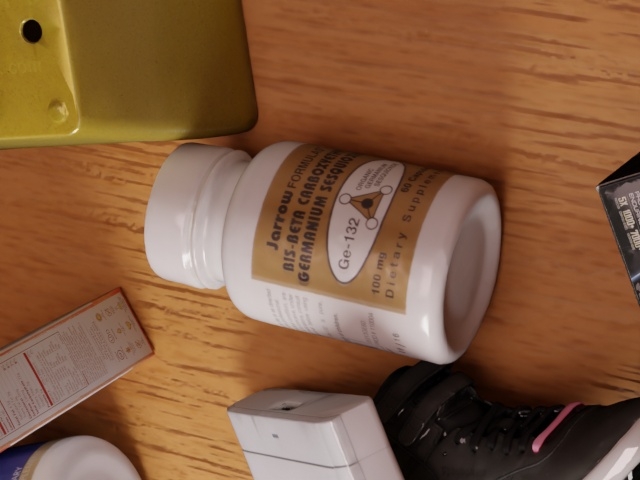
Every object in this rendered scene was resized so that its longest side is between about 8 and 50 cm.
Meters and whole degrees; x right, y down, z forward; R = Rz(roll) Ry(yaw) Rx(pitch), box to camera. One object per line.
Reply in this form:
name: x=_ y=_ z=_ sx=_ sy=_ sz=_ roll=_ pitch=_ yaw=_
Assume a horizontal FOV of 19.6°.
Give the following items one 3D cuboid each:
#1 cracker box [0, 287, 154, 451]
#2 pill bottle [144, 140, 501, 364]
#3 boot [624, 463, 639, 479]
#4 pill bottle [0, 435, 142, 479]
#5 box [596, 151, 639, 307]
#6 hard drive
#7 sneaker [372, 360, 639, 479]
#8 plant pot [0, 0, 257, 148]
cracker box: x=-0.249 y=0.123 z=1.395 sx=0.156 sy=0.232 sz=0.067 roll=-27 pitch=92 yaw=29
pill bottle: x=0.000 y=0.000 z=1.300 sx=0.229 sy=0.131 sz=0.131 roll=12 pitch=109 yaw=22
boot: x=0.317 y=0.243 z=1.145 sx=0.348 sy=0.260 sz=0.131 roll=33 pitch=116 yaw=14
pill bottle: x=-0.279 y=0.249 z=1.490 sx=0.265 sy=0.153 sz=0.153 roll=-13 pitch=98 yaw=28
box: x=0.258 y=0.022 z=1.176 sx=0.077 sy=0.147 sz=0.180 roll=-18 pitch=96 yaw=28
hard drive: x=0.046 y=0.278 z=1.329 sx=0.353 sy=0.047 sz=0.233 roll=68 pitch=160 yaw=-5
sneaker: x=0.113 y=0.135 z=1.262 sx=0.147 sy=0.104 sz=0.296 roll=53 pitch=143 yaw=3
plant pot: x=-0.192 y=-0.157 z=1.315 sx=0.212 sy=0.187 sz=0.212 roll=-1 pitch=104 yaw=26
